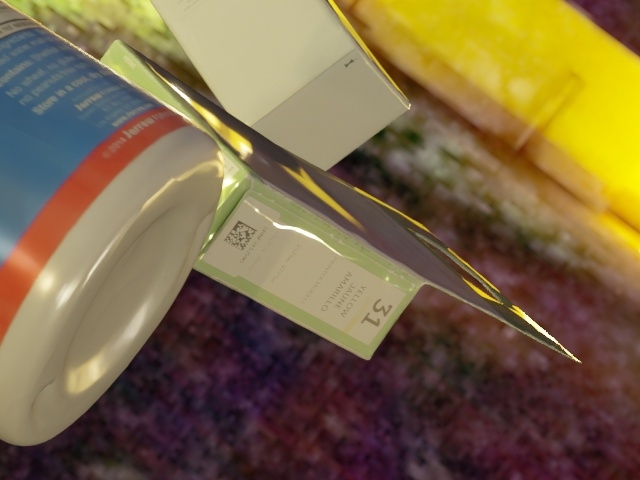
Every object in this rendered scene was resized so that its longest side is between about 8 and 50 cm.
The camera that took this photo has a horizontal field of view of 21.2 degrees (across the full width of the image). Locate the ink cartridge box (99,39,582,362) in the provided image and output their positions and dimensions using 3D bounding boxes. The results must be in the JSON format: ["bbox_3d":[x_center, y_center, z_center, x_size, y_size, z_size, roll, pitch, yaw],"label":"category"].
[{"bbox_3d":[0.000,0.000,0.853,0.235,0.056,0.171,32,8,-37],"label":"ink cartridge box"}]

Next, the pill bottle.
[{"bbox_3d":[-0.154,-0.038,0.580,0.221,0.124,0.124,32,11,10],"label":"pill bottle"}]

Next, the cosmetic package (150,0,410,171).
[{"bbox_3d":[-0.049,-0.199,1.645,0.225,0.138,0.224,54,7,18],"label":"cosmetic package"}]
